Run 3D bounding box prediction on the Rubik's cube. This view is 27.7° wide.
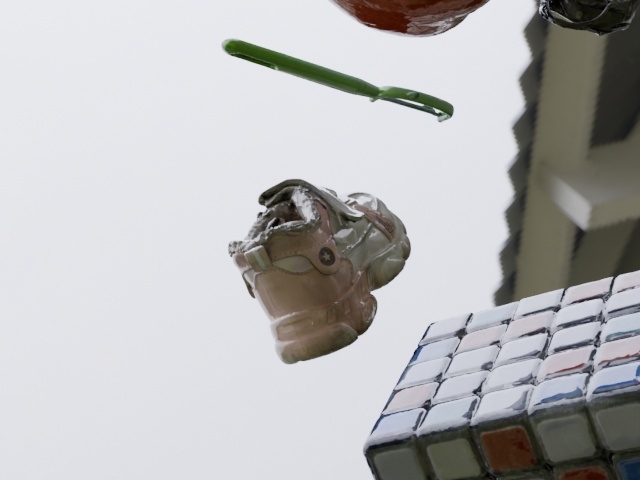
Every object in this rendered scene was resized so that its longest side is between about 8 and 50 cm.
[{"bbox_3d":[0.250,0.231,1.304,0.293,0.292,0.287,-16,-74,25],"label":"Rubik's cube"}]

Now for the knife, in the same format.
[{"bbox_3d":[0.018,-0.135,1.091,0.212,0.054,0.015,16,-96,-17],"label":"knife"}]

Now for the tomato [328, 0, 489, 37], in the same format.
[{"bbox_3d":[0.109,-0.414,1.490,0.273,0.341,0.341,19,-69,-11],"label":"tomato"}]

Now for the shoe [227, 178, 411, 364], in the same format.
[{"bbox_3d":[0.003,-0.001,1.770,0.172,0.351,0.198,-21,-68,22],"label":"shoe"}]

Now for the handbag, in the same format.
[{"bbox_3d":[0.298,-0.274,1.498,0.139,0.115,0.072,-42,-21,-44],"label":"handbag"}]
